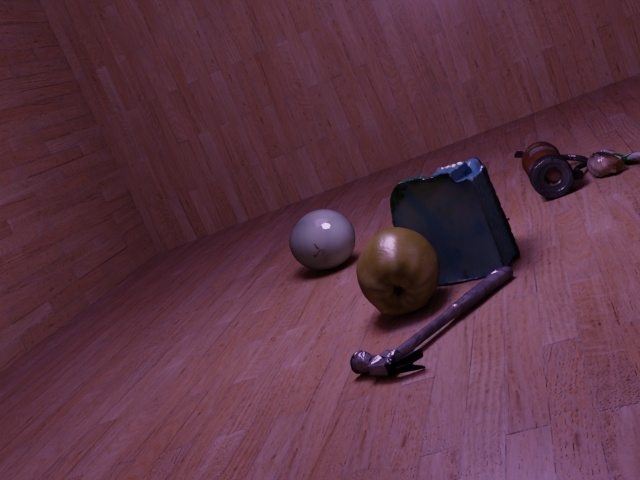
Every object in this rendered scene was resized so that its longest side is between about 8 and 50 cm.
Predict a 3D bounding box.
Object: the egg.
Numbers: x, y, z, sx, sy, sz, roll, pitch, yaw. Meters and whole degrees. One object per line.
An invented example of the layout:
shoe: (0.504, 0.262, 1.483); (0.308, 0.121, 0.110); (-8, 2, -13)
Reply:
egg: (0.000, 0.000, 2.361); (0.183, 0.183, 0.264); (-29, 6, -27)

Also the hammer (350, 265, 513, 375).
hammer: (0.243, 0.149, 1.548); (0.427, 0.044, 0.152); (-32, 15, -38)

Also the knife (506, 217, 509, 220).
knife: (0.411, -0.014, 2.029); (0.072, 0.019, 0.245); (-9, 16, 47)

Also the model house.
model house: (0.327, -0.066, 1.811); (0.226, 0.261, 0.241); (-13, 16, 40)

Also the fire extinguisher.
fire extinguisher: (0.673, -0.205, 2.250); (0.200, 0.113, 0.376); (21, 18, 1)

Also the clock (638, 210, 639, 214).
clock: (0.745, -0.072, 1.455); (0.223, 0.094, 0.274); (-29, 11, -29)

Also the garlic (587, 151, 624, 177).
garlic: (0.764, -0.206, 2.127); (0.084, 0.066, 0.152); (4, 14, -4)

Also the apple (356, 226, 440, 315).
apple: (0.171, 0.069, 1.716); (0.200, 0.200, 0.200); (-22, 11, 5)

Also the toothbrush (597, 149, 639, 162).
toothbrush: (0.834, -0.228, 2.123); (0.042, 0.040, 0.418); (-24, 11, 4)
